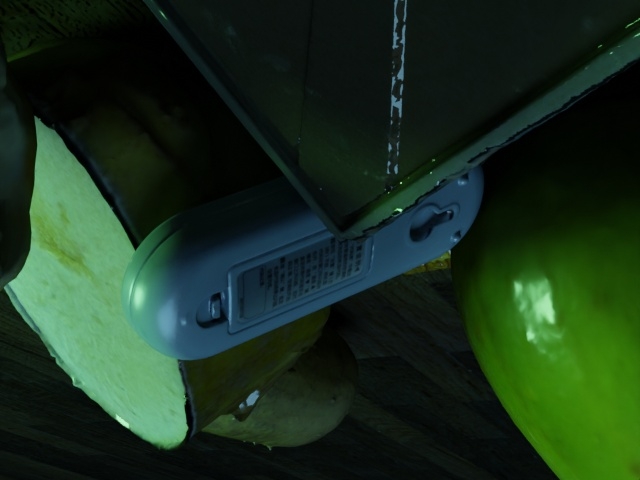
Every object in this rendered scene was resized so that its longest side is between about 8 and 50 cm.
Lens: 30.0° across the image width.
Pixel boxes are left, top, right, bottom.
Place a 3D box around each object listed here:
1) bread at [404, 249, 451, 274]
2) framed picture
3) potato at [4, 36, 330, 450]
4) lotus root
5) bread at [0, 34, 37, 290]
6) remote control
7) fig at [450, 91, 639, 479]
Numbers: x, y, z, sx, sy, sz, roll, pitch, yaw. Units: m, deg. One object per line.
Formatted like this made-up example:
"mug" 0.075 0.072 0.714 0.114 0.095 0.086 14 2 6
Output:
"bread" 0.120 -0.004 1.012 0.157 0.044 0.052 -13 148 33
"framed picture" 0.015 -0.131 0.511 0.232 0.024 0.315 51 148 -3
"potato" -0.107 -0.031 0.793 0.246 0.196 0.300 27 146 31
"lotus root" -0.102 0.130 1.241 0.169 0.151 0.342 -17 155 41
"bread" -0.344 -0.112 0.514 0.394 0.250 0.361 0 148 15
"remote control" 0.000 0.000 0.686 0.244 0.047 0.087 -22 129 -30
"fig" 0.229 0.058 0.771 0.258 0.326 0.258 -17 162 -6
